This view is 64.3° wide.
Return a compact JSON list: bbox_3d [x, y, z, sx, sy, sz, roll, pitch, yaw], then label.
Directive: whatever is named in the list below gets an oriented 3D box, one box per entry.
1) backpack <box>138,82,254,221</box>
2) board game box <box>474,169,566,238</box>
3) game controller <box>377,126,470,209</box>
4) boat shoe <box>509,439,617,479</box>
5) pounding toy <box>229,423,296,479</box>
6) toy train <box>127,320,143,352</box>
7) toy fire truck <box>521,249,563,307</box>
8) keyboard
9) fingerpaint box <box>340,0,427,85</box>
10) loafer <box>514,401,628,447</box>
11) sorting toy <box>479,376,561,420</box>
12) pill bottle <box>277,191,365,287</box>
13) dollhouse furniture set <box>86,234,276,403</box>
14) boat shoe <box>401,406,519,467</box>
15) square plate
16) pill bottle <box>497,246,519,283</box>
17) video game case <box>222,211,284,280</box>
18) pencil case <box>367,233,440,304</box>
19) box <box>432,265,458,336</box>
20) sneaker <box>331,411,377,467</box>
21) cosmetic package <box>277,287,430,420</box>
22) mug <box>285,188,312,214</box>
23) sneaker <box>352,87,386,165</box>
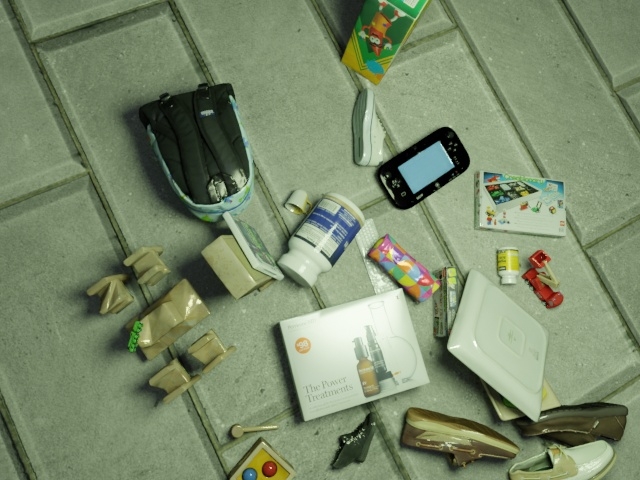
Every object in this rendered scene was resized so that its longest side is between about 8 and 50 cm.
[{"bbox_3d":[-0.321,-0.232,1.459,0.290,0.273,0.356,-22,61,-15],"label":"backpack"},{"bbox_3d":[0.661,-0.118,1.686,0.305,0.053,0.193,6,79,-9],"label":"board game box"},{"bbox_3d":[0.338,-0.235,1.648,0.319,0.067,0.166,-34,86,-14],"label":"game controller"},{"bbox_3d":[0.695,0.650,1.467,0.302,0.113,0.103,-32,90,7],"label":"boat shoe"},{"bbox_3d":[-0.167,0.584,1.382,0.206,0.094,0.181,43,75,0],"label":"pounding toy"},{"bbox_3d":[-0.472,0.244,1.292,0.023,0.017,0.083,21,94,16],"label":"toy train"},{"bbox_3d":[0.708,0.126,1.602,0.047,0.135,0.192,-37,87,-14],"label":"toy fire truck"},{"bbox_3d":[0.171,0.061,1.587,0.072,0.014,0.256,-18,82,-13],"label":"keyboard"},{"bbox_3d":[0.267,-0.775,1.588,0.163,0.371,0.445,32,76,-2],"label":"fingerpaint box"},{"bbox_3d":[0.765,0.563,1.524,0.365,0.134,0.130,0,78,-10],"label":"loafer"},{"bbox_3d":[0.589,0.426,1.527,0.208,0.038,0.193,-8,48,-13],"label":"sorting toy"},{"bbox_3d":[0.000,0.000,1.499,0.153,0.153,0.265,38,76,-1],"label":"pill bottle"},{"bbox_3d":[-0.343,0.163,1.412,0.394,0.256,0.362,-38,86,7],"label":"dollhouse furniture set"},{"bbox_3d":[0.400,0.589,1.475,0.341,0.123,0.123,16,90,-6],"label":"boat shoe"},{"bbox_3d":[0.546,0.287,1.494,0.344,0.049,0.347,39,46,-6],"label":"square plate"},{"bbox_3d":[0.602,0.082,1.629,0.065,0.065,0.116,4,78,-9],"label":"pill bottle"},{"bbox_3d":[-0.186,0.018,1.430,0.022,0.173,0.190,-37,66,6],"label":"video game case"},{"bbox_3d":[0.254,0.086,1.544,0.236,0.104,0.104,44,75,-4],"label":"pencil case"},{"bbox_3d":[0.378,0.189,1.545,0.036,0.114,0.207,4,79,-9],"label":"box"},{"bbox_3d":[0.097,0.567,1.453,0.089,0.051,0.170,20,79,-10],"label":"sneaker"},{"bbox_3d":[0.093,0.323,1.476,0.377,0.097,0.285,-14,79,-10],"label":"cosmetic package"},{"bbox_3d":[-0.066,-0.120,1.568,0.062,0.078,0.064,12,64,26],"label":"mug"},{"bbox_3d":[0.161,-0.359,1.642,0.091,0.094,0.258,7,82,-27],"label":"sneaker"}]
